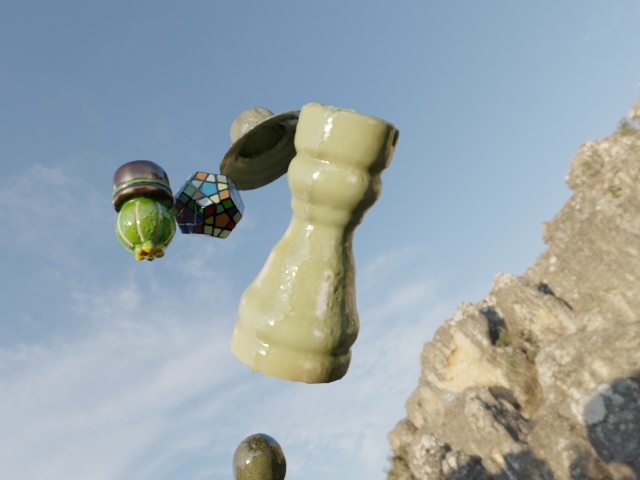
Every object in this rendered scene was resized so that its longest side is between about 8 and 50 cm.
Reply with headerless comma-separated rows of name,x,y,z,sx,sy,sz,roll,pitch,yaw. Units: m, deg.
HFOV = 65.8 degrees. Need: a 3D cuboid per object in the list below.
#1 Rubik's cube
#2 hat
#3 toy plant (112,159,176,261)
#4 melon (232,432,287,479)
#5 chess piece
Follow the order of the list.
Rubik's cube,-0.199,-0.061,0.880,0.133,0.133,0.112,-22,-24,-25
hat,-0.133,-0.226,1.073,0.252,0.110,0.252,-30,-17,-10
toy plant,-0.277,-0.044,0.779,0.093,0.162,0.092,-12,-28,-7
melon,-0.109,0.406,0.886,0.098,0.098,0.130,-21,-52,-26
chess piece,0.000,0.000,0.857,0.234,0.234,0.441,6,-77,-50
